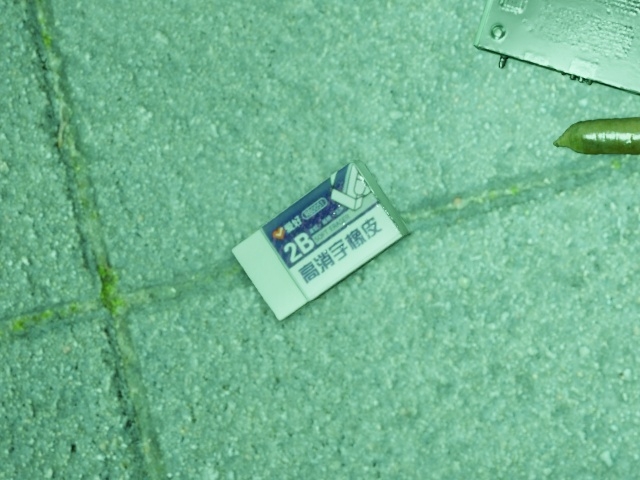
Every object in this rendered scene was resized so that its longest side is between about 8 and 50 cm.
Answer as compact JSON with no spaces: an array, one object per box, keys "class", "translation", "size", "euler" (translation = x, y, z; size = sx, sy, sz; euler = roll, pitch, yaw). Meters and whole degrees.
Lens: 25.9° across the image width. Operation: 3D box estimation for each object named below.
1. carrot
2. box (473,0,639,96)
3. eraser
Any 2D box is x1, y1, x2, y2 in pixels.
[{"class":"carrot","translation":[0.460,-0.134,1.736],"size":[0.342,0.070,0.070],"euler":[1,92,17]},{"class":"box","translation":[0.347,-0.293,1.773],"size":[0.270,0.045,0.211],"euler":[20,96,14]},{"class":"eraser","translation":[0.000,0.000,1.871],"size":[0.210,0.068,0.124],"euler":[-36,85,15]}]
